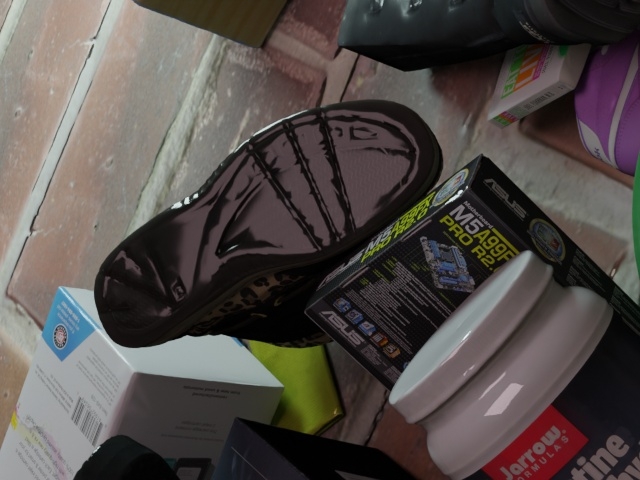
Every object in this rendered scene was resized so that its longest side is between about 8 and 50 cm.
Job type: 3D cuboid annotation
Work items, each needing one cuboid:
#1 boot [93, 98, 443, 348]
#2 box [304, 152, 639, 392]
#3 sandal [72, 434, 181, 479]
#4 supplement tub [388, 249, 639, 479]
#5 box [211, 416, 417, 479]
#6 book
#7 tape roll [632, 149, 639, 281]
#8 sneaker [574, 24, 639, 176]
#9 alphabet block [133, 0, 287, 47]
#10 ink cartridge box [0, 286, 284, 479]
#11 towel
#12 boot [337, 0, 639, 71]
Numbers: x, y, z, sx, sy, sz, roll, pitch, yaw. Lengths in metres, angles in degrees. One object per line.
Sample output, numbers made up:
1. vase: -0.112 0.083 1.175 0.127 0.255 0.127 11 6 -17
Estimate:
1. boot: 0.000 0.000 1.812 0.377 0.284 0.138 -34 68 23
2. box: 0.154 0.083 1.633 0.216 0.270 0.060 -39 15 35
3. sandal: -0.183 0.305 1.860 0.107 0.446 0.167 24 65 23
4. supplement tub: 0.209 0.159 1.496 0.191 0.272 0.191 -47 2 3
5. box: 0.007 0.378 1.726 0.343 0.179 0.312 31 102 58
6. book: 0.212 -0.166 1.757 0.144 0.035 0.096 -29 36 65
7. tape roll: 0.377 -0.018 1.473 0.321 0.077 0.321 7 98 59
8. sneaker: 0.304 -0.198 1.671 0.161 0.102 0.282 23 94 55
9. alphabet block: -0.129 -0.368 2.160 0.197 0.193 0.192 -58 44 18
10. ink cartridge box: -0.207 0.221 2.033 0.198 0.197 0.270 41 115 48
11. towel: -0.039 0.111 2.028 0.102 0.021 0.237 -42 49 34
12. boot: 0.205 -0.333 1.768 0.367 0.146 0.445 -58 17 -9
